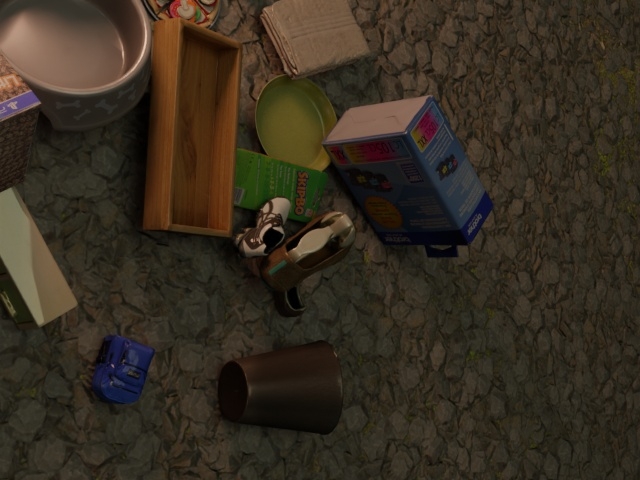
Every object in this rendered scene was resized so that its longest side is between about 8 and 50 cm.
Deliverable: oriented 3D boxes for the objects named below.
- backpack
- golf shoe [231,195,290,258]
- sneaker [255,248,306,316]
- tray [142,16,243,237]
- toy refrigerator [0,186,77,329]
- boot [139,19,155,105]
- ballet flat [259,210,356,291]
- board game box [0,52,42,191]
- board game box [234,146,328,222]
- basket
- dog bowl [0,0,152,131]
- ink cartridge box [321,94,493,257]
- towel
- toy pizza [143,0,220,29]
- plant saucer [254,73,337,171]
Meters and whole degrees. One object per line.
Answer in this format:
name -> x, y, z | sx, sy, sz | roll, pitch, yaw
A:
backpack -> -0.375, 0.247, 1.667 | 0.098, 0.101, 0.120 | 26, 71, -26
golf shoe -> -0.101, -0.023, 1.890 | 0.198, 0.094, 0.077 | -53, 136, -39
sneaker -> -0.080, 0.079, 1.948 | 0.066, 0.071, 0.188 | -30, 102, -38
tray -> -0.256, -0.218, 1.788 | 0.203, 0.076, 0.410 | 7, 86, -58
toy refrigerator -> -0.547, 0.022, 1.561 | 0.094, 0.102, 0.269 | -34, 105, -37
boot -> -0.396, -0.374, 1.764 | 0.213, 0.077, 0.165 | 17, 68, -29
ballet flat -> 0.000, 0.000, 1.940 | 0.116, 0.124, 0.342 | 52, 42, 7
board game box -> -0.603, -0.233, 1.413 | 0.141, 0.232, 0.291 | -34, 80, -36
board game box -> -0.105, -0.120, 1.956 | 0.259, 0.039, 0.124 | 13, 99, -35
basket -> -0.087, 0.314, 1.860 | 0.227, 0.154, 0.204 | 3, 79, -35
dog bowl -> -0.471, -0.376, 1.621 | 0.349, 0.102, 0.348 | 10, 64, -22
ink cartridge box -> 0.220, -0.130, 2.078 | 0.395, 0.270, 0.151 | 54, 56, -29
towel -> -0.009, -0.488, 2.093 | 0.282, 0.049, 0.187 | -24, 89, -42
toy pizza -> -0.296, -0.541, 1.899 | 0.201, 0.032, 0.201 | 7, 78, -38
plant saucer -> -0.061, -0.262, 2.041 | 0.241, 0.037, 0.241 | 8, 78, -37
